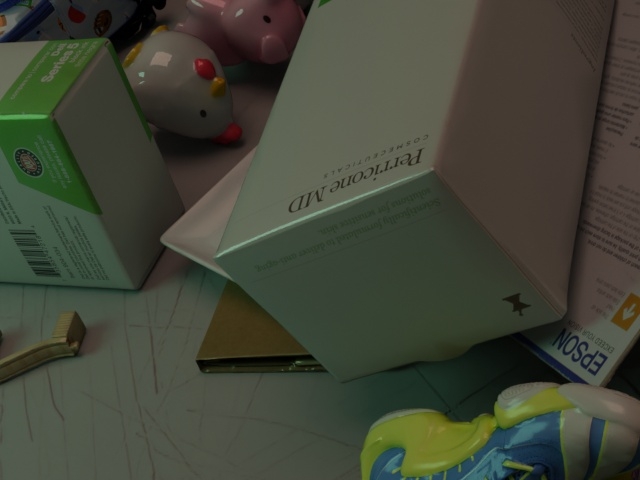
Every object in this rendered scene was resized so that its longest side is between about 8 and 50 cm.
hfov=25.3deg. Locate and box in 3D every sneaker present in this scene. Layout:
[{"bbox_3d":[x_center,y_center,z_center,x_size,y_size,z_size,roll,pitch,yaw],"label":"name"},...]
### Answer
[{"bbox_3d":[0.111,0.164,0.879,0.240,0.091,0.126,-20,49,52],"label":"sneaker"}]

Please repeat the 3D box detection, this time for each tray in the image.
[{"bbox_3d":[0.000,0.000,1.151,0.270,0.030,0.145,24,62,44],"label":"tray"}]

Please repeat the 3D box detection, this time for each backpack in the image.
[{"bbox_3d":[-0.354,-0.252,1.520,0.276,0.213,0.263,14,61,32],"label":"backpack"}]

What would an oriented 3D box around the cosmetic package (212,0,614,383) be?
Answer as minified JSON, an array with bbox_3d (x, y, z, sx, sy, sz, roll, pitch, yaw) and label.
[{"bbox_3d":[0.084,-0.096,1.033,0.197,0.155,0.365,-22,34,35],"label":"cosmetic package"}]

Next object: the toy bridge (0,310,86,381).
[{"bbox_3d":[-0.290,0.096,1.213,0.188,0.026,0.063,-6,44,18],"label":"toy bridge"}]

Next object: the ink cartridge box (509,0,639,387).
[{"bbox_3d":[0.236,-0.061,1.005,0.330,0.071,0.324,-57,20,3],"label":"ink cartridge box"}]

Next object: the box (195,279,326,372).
[{"bbox_3d":[0.001,0.025,1.166,0.164,0.021,0.201,-5,43,24],"label":"box"}]

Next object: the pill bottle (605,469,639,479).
[{"bbox_3d":[0.172,0.169,0.907,0.043,0.043,0.083,5,46,29],"label":"pill bottle"}]

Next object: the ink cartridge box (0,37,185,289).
[{"bbox_3d":[-0.287,-0.066,1.263,0.273,0.198,0.115,2,44,26],"label":"ink cartridge box"}]

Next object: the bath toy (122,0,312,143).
[{"bbox_3d":[-0.058,-0.222,1.412,0.129,0.151,0.348,38,57,1],"label":"bath toy"}]
